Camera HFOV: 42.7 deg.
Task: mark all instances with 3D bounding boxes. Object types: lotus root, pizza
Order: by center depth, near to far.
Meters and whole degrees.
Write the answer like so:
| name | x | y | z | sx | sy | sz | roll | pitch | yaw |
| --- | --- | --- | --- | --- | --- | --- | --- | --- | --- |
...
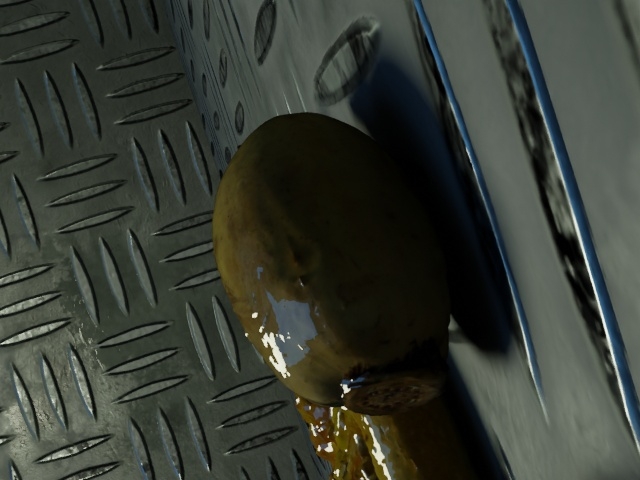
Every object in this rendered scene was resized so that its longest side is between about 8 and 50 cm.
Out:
| name | x | y | z | sx | sy | sz | roll | pitch | yaw |
| --- | --- | --- | --- | --- | --- | --- | --- | --- | --- |
| lotus root | 0.000 | 0.000 | 0.449 | 0.125 | 0.118 | 0.220 | 104 | 149 | -42 |
| pizza | 0.028 | 0.093 | 0.588 | 0.258 | 0.087 | 0.268 | 134 | 120 | -77 |

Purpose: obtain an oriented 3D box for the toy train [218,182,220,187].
| name | x | y | z | sx | sy | sz | roll | pitch | yaw |
| --- | --- | --- | --- | --- | --- | --- | --- | --- | --- |
| toy train | -0.035 | -0.037 | 0.640 | 0.056 | 0.093 | 0.038 | 13 | 115 | 37 |
